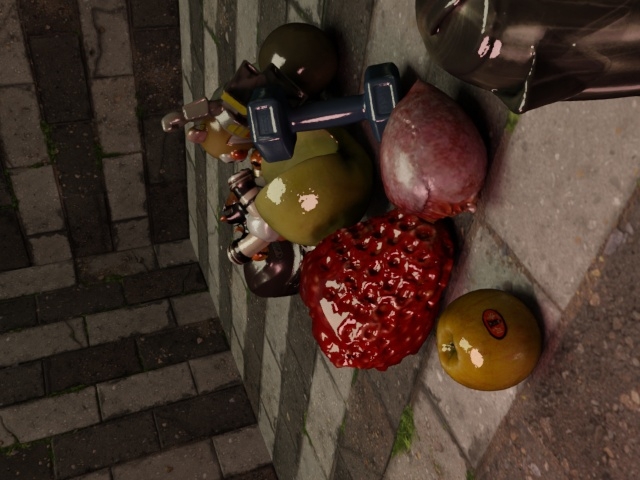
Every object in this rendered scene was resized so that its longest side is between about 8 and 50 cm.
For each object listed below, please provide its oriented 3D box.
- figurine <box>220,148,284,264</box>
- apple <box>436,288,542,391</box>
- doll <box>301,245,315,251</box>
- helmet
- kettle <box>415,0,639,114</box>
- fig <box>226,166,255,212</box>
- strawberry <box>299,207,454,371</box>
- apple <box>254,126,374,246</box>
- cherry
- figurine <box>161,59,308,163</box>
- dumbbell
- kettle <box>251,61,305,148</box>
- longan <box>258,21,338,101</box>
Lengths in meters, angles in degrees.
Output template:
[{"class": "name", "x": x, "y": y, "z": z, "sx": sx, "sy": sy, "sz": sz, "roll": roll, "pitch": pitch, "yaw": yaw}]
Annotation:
[{"class": "figurine", "x": -0.126, "y": -0.092, "z": 1.670, "sx": 0.196, "sy": 0.323, "sz": 0.320, "roll": 14, "pitch": 117, "yaw": 19}, {"class": "apple", "x": 0.274, "y": 0.166, "z": 1.037, "sx": 0.182, "sy": 0.155, "sz": 0.183, "roll": 166, "pitch": 90, "yaw": -70}, {"class": "doll", "x": 0.001, "y": -0.002, "z": 1.746, "sx": 0.180, "sy": 0.106, "sz": 0.110, "roll": -148, "pitch": 51, "yaw": -66}, {"class": "helmet", "x": -0.174, "y": 0.081, "z": 2.159, "sx": 0.305, "sy": 0.177, "sz": 0.225, "roll": 107, "pitch": 147, "yaw": -54}, {"class": "kettle", "x": 0.240, "y": -0.291, "z": 0.642, "sx": 0.228, "sy": 0.324, "sz": 0.321, "roll": 148, "pitch": 109, "yaw": -68}, {"class": "fig", "x": -0.250, "y": -0.177, "z": 2.337, "sx": 0.143, "sy": 0.231, "sz": 0.160, "roll": 37, "pitch": 166, "yaw": -13}, {"class": "strawberry", "x": 0.120, "y": 0.074, "z": 1.269, "sx": 0.345, "sy": 0.295, "sz": 0.317, "roll": -57, "pitch": 9, "yaw": 39}, {"class": "apple", "x": -0.014, "y": -0.137, "z": 1.455, "sx": 0.254, "sy": 0.292, "sz": 0.292, "roll": -38, "pitch": 62, "yaw": 40}, {"class": "cherry", "x": 0.188, "y": -0.155, "z": 1.080, "sx": 0.192, "sy": 0.175, "sz": 0.250, "roll": -167, "pitch": 69, "yaw": -80}, {"class": "figurine", "x": -0.194, "y": -0.293, "z": 1.487, "sx": 0.285, "sy": 0.342, "sz": 0.167, "roll": -30, "pitch": 51, "yaw": 48}, {"class": "dumbbell", "x": 0.015, "y": -0.258, "z": 1.264, "sx": 0.156, "sy": 0.316, "sz": 0.144, "roll": -84, "pitch": -18, "yaw": -54}, {"class": "kettle", "x": -0.138, "y": -0.388, "z": 1.747, "sx": 0.165, "sy": 0.240, "sz": 0.255, "roll": 57, "pitch": -159, "yaw": -34}, {"class": "longan", "x": -0.057, "y": -0.441, "z": 1.550, "sx": 0.220, "sy": 0.196, "sz": 0.197, "roll": 168, "pitch": 91, "yaw": -80}]
